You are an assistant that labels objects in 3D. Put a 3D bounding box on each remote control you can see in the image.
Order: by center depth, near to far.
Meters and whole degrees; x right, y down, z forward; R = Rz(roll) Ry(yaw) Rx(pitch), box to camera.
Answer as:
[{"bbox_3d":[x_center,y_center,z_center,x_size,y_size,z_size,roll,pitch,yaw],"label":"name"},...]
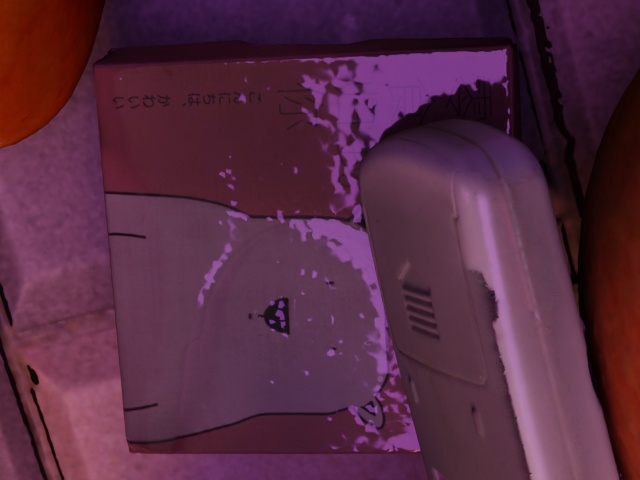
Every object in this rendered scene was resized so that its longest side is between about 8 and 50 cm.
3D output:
[{"bbox_3d":[0.084,0.091,0.595,0.056,0.140,0.296,-17,99,-17],"label":"remote control"}]

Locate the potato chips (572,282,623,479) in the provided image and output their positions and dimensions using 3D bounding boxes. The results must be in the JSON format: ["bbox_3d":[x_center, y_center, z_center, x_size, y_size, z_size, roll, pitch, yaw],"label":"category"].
[{"bbox_3d":[0.169,0.108,0.754,0.142,0.026,0.209,-35,95,14],"label":"potato chips"}]

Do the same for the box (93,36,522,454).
[{"bbox_3d":[0.000,0.000,0.702,0.215,0.086,0.215,-2,102,9],"label":"box"}]

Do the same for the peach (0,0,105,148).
[{"bbox_3d":[-0.224,-0.167,0.629,0.245,0.248,0.275,-11,88,-28],"label":"peach"}]

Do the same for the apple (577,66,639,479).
[{"bbox_3d":[0.282,0.018,0.564,0.364,0.364,0.364,1,102,4],"label":"apple"}]
